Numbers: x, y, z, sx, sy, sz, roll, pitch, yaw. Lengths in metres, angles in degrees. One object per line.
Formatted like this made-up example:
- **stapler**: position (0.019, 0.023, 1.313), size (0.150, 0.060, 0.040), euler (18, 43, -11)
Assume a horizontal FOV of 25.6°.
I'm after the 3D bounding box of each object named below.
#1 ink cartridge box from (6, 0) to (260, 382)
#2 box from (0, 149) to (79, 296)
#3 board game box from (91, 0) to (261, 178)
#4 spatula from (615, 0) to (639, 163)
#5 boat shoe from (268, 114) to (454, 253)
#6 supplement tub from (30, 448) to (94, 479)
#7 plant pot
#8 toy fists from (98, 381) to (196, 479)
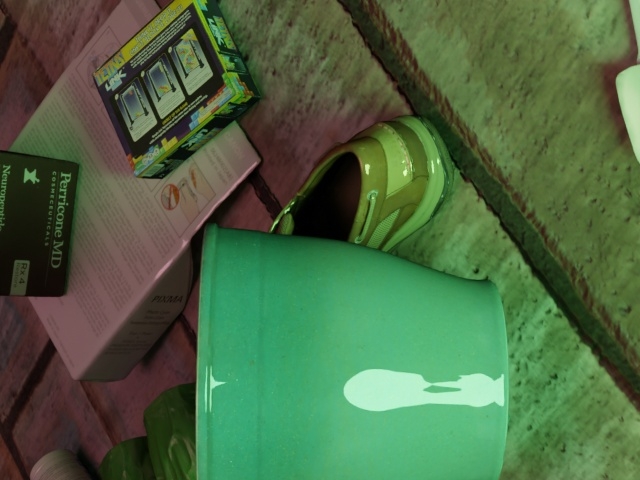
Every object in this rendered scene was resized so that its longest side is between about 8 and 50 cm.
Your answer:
- **ink cartridge box**: position (-0.232, -0.067, 1.689), size (0.385, 0.091, 0.308), euler (-47, 60, 25)
- **box**: position (-0.419, -0.027, 1.649), size (0.167, 0.203, 0.168), euler (9, 93, 39)
- **board game box**: position (-0.161, -0.170, 1.548), size (0.170, 0.048, 0.141), euler (-35, 69, 31)
- **spatula**: position (0.285, -0.185, 1.068), size (0.168, 0.019, 0.242), euler (-12, 89, 51)
- **boat shoe**: position (0.000, 0.000, 1.368), size (0.122, 0.120, 0.324), euler (56, 135, 26)
- **supplement tub**: position (-0.332, 0.337, 1.876), size (0.107, 0.071, 0.071), euler (47, 130, 34)
- **plant pot**: position (0.026, 0.122, 1.219), size (0.271, 0.255, 0.271), euler (-179, 90, -89)
- **toy fists**: position (-0.171, 0.284, 1.657), size (0.279, 0.096, 0.142), euler (-47, 53, 46)
